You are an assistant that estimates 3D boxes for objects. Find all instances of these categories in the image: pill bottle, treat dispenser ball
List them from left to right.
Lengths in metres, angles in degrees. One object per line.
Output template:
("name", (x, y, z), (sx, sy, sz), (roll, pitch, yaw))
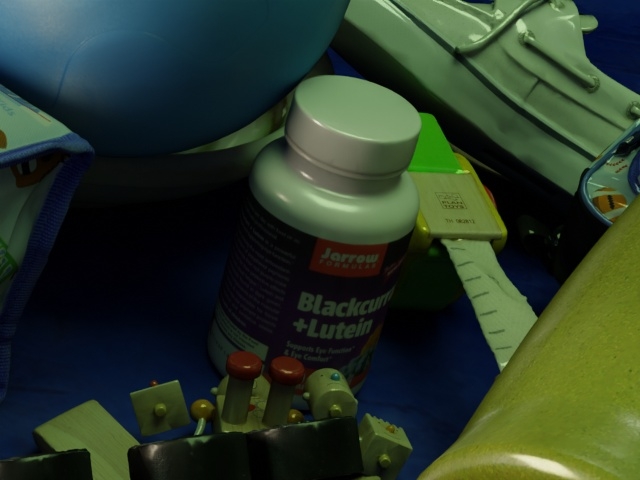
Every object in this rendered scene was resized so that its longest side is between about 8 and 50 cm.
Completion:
("treat dispenser ball", (-0.117, -0.194, 1.129), (0.288, 0.288, 0.288), (12, 30, -7))
("pill bottle", (0.000, 0.000, 1.154), (0.108, 0.193, 0.108), (12, 31, -7))

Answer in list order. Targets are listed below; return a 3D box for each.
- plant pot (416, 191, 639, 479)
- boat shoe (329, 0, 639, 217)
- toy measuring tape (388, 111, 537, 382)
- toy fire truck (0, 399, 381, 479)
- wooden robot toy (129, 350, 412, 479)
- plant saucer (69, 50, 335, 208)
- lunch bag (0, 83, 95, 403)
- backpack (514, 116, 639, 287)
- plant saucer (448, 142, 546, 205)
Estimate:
("plant pot", (0.233, 0.126, 0.950), (0.366, 0.366, 0.353), (34, 46, 28))
("boat shoe", (0.158, -0.136, 1.380), (0.367, 0.156, 0.136), (33, -6, -7))
("toy measuring tape", (0.077, 0.030, 1.229), (0.121, 0.121, 0.330), (4, 35, -20))
("toy fire truck", (-0.110, 0.149, 0.940), (0.217, 0.246, 0.158), (-5, 80, -29))
("wooden robot toy", (-0.033, 0.094, 1.112), (0.173, 0.076, 0.079), (8, 20, -14))
("plant saucer", (-0.192, -0.120, 1.354), (0.400, 0.101, 0.400), (12, 30, -7))
("lunch bag", (-0.376, -0.010, 0.957), (0.328, 0.239, 0.385), (32, 26, 21))
("backpack", (0.320, -0.028, 1.255), (0.276, 0.213, 0.263), (39, 54, 14))
("plant saucer", (0.166, -0.074, 1.521), (0.168, 0.029, 0.168), (12, 30, -7))
